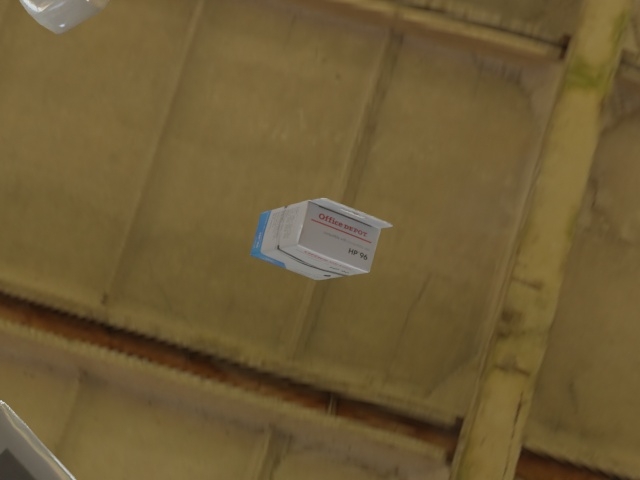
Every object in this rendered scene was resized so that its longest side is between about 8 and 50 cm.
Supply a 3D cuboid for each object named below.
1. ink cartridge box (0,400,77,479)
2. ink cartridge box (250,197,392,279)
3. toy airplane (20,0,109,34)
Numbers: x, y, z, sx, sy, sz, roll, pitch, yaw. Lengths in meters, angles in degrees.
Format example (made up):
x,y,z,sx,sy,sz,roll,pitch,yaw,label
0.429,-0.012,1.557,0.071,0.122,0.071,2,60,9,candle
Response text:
x,y,z,sx,sy,sz,roll,pitch,yaw,label
-0.178,0.265,1.008,0.308,0.385,0.091,48,-123,-8,ink cartridge box
0.000,0.000,0.951,0.048,0.083,0.028,20,-104,-22,ink cartridge box
-0.199,-0.307,0.686,0.272,0.384,0.386,-22,-148,-9,toy airplane
